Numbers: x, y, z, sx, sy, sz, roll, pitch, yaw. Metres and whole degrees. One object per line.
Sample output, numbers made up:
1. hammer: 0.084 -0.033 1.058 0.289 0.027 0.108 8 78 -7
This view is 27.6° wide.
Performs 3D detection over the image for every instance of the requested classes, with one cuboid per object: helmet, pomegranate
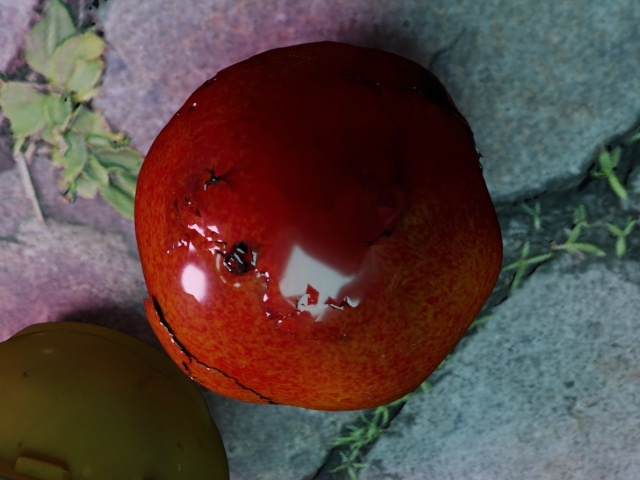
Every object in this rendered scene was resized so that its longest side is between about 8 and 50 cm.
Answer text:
1. helmet: -0.165 0.125 0.855 0.257 0.140 0.205 16 156 2
2. pomegranate: 0.000 0.000 0.726 0.210 0.210 0.235 -8 156 8
